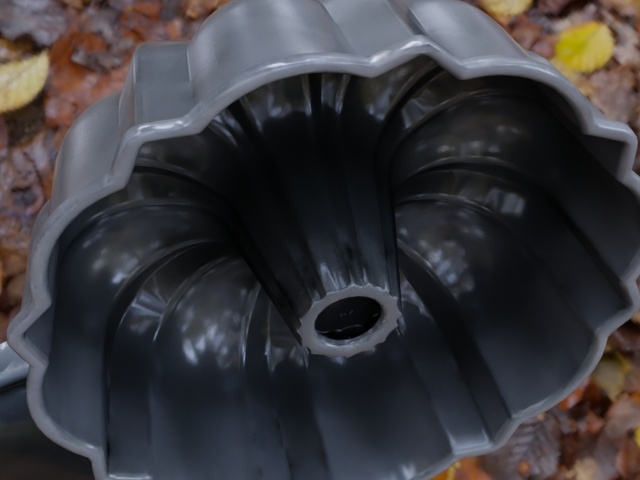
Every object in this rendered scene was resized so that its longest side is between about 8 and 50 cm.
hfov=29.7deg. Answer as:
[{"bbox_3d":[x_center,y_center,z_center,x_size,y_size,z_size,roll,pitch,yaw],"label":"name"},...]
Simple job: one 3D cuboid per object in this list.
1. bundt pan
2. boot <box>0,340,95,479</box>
[{"bbox_3d":[0.000,0.000,0.642,0.330,0.331,0.124,7,41,-25],"label":"bundt pan"},{"bbox_3d":[-0.082,0.274,0.852,0.367,0.146,0.445,-10,70,-52],"label":"boot"}]
